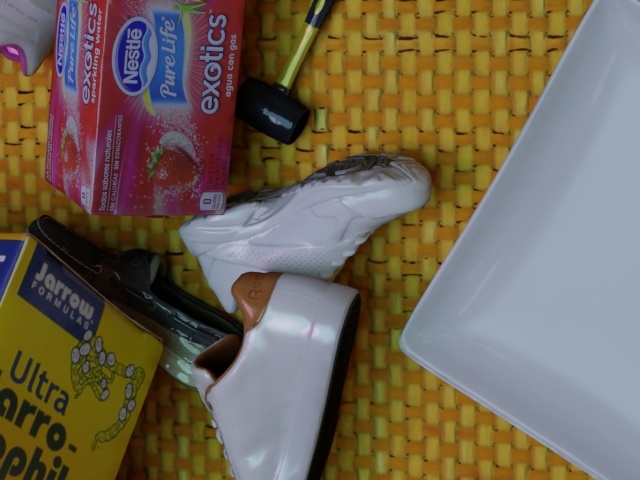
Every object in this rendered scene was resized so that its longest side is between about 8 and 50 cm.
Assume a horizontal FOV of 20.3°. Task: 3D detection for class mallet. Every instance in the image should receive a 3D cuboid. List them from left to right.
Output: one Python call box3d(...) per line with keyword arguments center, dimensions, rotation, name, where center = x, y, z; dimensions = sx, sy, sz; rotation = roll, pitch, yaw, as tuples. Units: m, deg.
box3d(center=(-0.018, -0.176, 1.485), dimensions=(0.062, 0.039, 0.190), rotation=(22, 102, 12), name="mallet")

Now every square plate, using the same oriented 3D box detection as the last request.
box3d(center=(0.285, 0.033, 1.400), dimensions=(0.344, 0.049, 0.347), rotation=(33, 109, 13), name="square plate")

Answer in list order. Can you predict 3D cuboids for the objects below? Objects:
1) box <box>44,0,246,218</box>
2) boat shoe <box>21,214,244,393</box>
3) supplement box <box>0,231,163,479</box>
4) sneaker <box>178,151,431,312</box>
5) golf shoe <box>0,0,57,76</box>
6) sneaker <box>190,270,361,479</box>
box3d(center=(-0.143, -0.155, 1.459), dimensions=(0.128, 0.122, 0.257), rotation=(30, 117, 60), name="box")
box3d(center=(-0.157, 0.042, 1.554), dimensions=(0.223, 0.080, 0.073), rotation=(38, 105, 5), name="boat shoe")
box3d(center=(-0.346, 0.118, 1.491), dimensions=(0.356, 0.194, 0.195), rotation=(1, 61, 35), name="supplement box")
box3d(center=(0.000, 0.000, 1.489), dimensions=(0.232, 0.090, 0.115), rotation=(-16, 100, 31), name="sneaker")
box3d(center=(-0.335, -0.210, 1.468), dimensions=(0.115, 0.306, 0.140), rotation=(48, 123, 49), name="golf shoe")
box3d(center=(-0.052, 0.149, 1.498), dimensions=(0.123, 0.106, 0.290), rotation=(16, 116, 9), name="sneaker")
